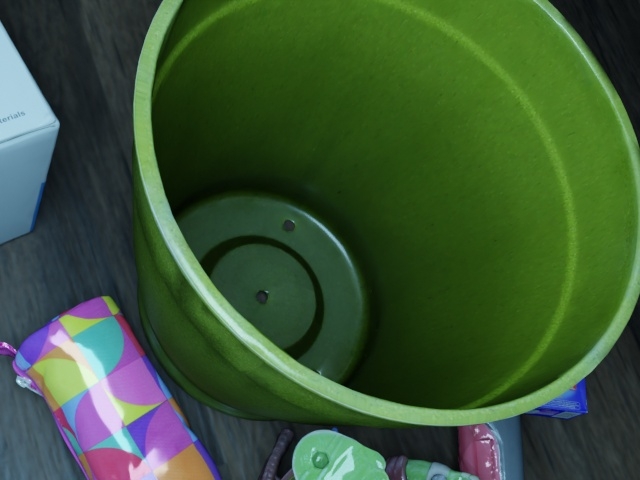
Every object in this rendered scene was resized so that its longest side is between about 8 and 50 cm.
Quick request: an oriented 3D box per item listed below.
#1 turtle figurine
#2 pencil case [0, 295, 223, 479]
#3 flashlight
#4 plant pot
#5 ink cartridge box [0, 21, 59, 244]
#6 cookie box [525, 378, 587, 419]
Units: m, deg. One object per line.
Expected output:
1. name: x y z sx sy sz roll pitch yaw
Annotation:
1. turtle figurine: 0.040 0.252 0.710 0.198 0.266 0.274 -19 67 8
2. pencil case: -0.161 0.160 0.768 0.104 0.104 0.236 -32 85 -29
3. flashlight: 0.143 0.203 0.883 0.103 0.103 0.304 22 63 -46
4. plant pot: 0.000 0.000 0.756 0.367 0.353 0.366 8 66 -19
5. ink cartridge box: -0.348 -0.151 0.749 0.129 0.223 0.307 -27 81 -28
6. cookie box: 0.228 0.127 0.977 0.092 0.040 0.107 10 66 -18
